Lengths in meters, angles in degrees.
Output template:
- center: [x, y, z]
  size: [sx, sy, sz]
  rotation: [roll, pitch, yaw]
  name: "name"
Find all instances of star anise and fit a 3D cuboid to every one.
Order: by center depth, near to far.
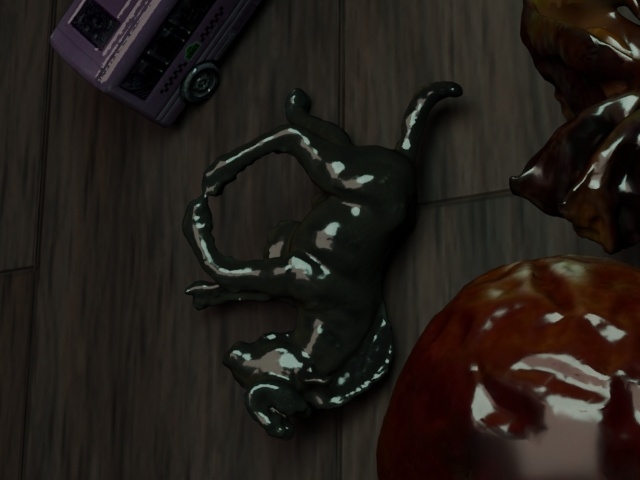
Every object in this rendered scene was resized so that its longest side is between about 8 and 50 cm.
- center: [0.188, -0.056, 0.711]
  size: [0.190, 0.125, 0.220]
  rotation: [-2, 40, 1]
  name: "star anise"

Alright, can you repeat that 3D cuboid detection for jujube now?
- center: [0.153, 0.119, 0.680]
  size: [0.255, 0.190, 0.190]
  rotation: [33, 95, 17]
  name: "jujube"

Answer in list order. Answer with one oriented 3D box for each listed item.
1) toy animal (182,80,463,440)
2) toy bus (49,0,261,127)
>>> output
- center: [0.000, 0.000, 0.865]
  size: [0.148, 0.084, 0.232]
  rotation: [26, 84, 17]
  name: "toy animal"
- center: [-0.092, -0.171, 0.947]
  size: [0.087, 0.098, 0.178]
  rotation: [42, 99, 34]
  name: "toy bus"
